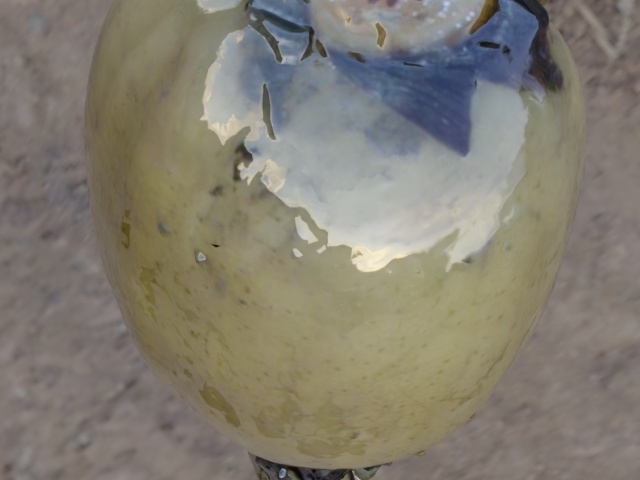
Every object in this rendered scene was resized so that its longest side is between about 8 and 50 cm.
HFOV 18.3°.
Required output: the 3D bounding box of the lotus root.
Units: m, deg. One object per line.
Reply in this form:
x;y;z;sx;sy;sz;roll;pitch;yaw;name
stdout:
0.000;0.000;0.745;0.183;0.310;0.183;2;52;-3;lotus root
